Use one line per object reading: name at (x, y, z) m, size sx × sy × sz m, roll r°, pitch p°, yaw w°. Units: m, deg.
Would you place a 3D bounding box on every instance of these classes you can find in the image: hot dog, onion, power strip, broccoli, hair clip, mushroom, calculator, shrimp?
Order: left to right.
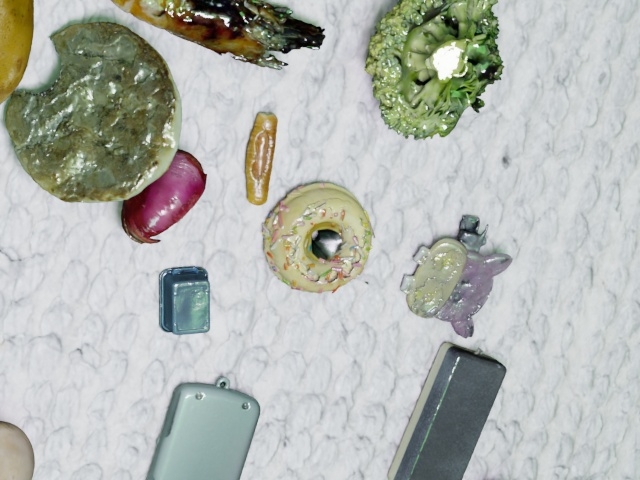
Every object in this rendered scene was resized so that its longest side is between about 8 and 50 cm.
mushroom at (-0.496, 0.295, 1.790) m, size 0.204 × 0.204 × 0.204 m, roll -5°, pitch 104°, yaw -19°
onion at (-0.240, -0.077, 1.805) m, size 0.140 × 0.150 × 0.150 m, roll 38°, pitch 88°, yaw -18°
calculator at (-0.178, 0.320, 1.974) m, size 0.141 × 0.045 × 0.246 m, roll 14°, pitch 98°, yaw -22°
shrimp at (-0.143, -0.382, 1.812) m, size 0.365 × 0.071 × 0.233 m, roll 19°, pitch 90°, yaw -18°
hot dog at (-0.088, -0.118, 1.913) m, size 0.044 × 0.028 × 0.137 m, roll 7°, pitch 102°, yaw -14°
broccoli at (0.172, -0.269, 1.889) m, size 0.226 × 0.176 × 0.198 m, roll -34°, pitch 114°, yaw 29°
power strip at (0.203, 0.286, 2.094) m, size 0.105 × 0.070 × 0.257 m, roll 19°, pitch 97°, yaw -25°
hair clip at (0.208, 0.051, 2.047) m, size 0.146 × 0.056 × 0.187 m, roll 20°, pitch 98°, yaw -16°

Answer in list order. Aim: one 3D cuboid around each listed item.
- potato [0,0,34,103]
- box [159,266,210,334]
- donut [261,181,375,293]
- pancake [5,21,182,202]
potato at (-0.468, -0.331, 1.658) m, size 0.195 × 0.176 × 0.369 m, roll -28°, pitch 118°, yaw -41°
box at (-0.192, 0.091, 1.910) m, size 0.074 × 0.054 × 0.099 m, roll -4°, pitch 104°, yaw -21°
donut at (0.000, 0.000, 1.951) m, size 0.174 × 0.068 × 0.175 m, roll -5°, pitch 104°, yaw -20°
pancake at (-0.299, -0.166, 1.760) m, size 0.253 × 0.037 × 0.254 m, roll -1°, pitch 83°, yaw 7°
